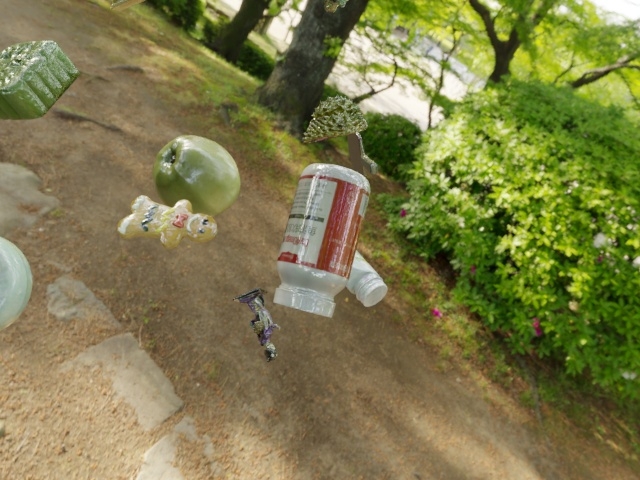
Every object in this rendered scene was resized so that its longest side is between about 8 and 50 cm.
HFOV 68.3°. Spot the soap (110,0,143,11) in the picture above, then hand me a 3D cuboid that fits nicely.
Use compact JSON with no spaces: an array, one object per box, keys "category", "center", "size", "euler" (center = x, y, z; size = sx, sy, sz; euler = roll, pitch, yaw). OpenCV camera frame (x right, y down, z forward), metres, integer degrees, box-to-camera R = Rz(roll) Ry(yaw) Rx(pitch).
[{"category":"soap","center":[-0.644,-0.883,1.647],"size":[0.252,0.092,0.037],"euler":[-2,0,32]}]

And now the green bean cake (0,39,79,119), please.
[{"category":"green bean cake","center":[-0.825,-0.447,1.310],"size":[0.222,0.125,0.248],"euler":[7,54,23]}]

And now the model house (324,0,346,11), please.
[{"category":"model house","center":[-0.053,-0.842,1.326],"size":[0.382,0.342,0.334],"euler":[3,18,9]}]

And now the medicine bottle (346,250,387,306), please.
[{"category":"medicine bottle","center":[0.116,0.102,1.797],"size":[0.324,0.124,0.179],"euler":[48,12,35]}]

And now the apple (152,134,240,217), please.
[{"category":"apple","center":[-0.521,-0.264,1.967],"size":[0.357,0.357,0.357],"euler":[22,33,-15]}]

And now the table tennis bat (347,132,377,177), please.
[{"category":"table tennis bat","center":[0.130,-0.272,1.535],"size":[0.022,0.173,0.301],"euler":[-13,24,-6]}]

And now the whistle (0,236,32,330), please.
[{"category":"whistle","center":[-0.411,0.099,0.546],"size":[0.126,0.258,0.067],"euler":[8,-6,-1]}]

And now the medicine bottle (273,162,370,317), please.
[{"category":"medicine bottle","center":[0.000,0.000,0.825],"size":[0.131,0.250,0.131],"euler":[15,-8,2]}]

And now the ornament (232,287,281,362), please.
[{"category":"ornament","center":[-0.154,0.231,1.302],"size":[0.203,0.081,0.088],"euler":[61,7,21]}]

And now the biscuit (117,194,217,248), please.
[{"category":"biscuit","center":[-0.382,-0.049,1.201],"size":[0.240,0.035,0.158],"euler":[9,53,-2]}]

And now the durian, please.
[{"category":"durian","center":[0.034,-0.325,1.236],"size":[0.187,0.108,0.119],"euler":[-13,11,-2]}]
